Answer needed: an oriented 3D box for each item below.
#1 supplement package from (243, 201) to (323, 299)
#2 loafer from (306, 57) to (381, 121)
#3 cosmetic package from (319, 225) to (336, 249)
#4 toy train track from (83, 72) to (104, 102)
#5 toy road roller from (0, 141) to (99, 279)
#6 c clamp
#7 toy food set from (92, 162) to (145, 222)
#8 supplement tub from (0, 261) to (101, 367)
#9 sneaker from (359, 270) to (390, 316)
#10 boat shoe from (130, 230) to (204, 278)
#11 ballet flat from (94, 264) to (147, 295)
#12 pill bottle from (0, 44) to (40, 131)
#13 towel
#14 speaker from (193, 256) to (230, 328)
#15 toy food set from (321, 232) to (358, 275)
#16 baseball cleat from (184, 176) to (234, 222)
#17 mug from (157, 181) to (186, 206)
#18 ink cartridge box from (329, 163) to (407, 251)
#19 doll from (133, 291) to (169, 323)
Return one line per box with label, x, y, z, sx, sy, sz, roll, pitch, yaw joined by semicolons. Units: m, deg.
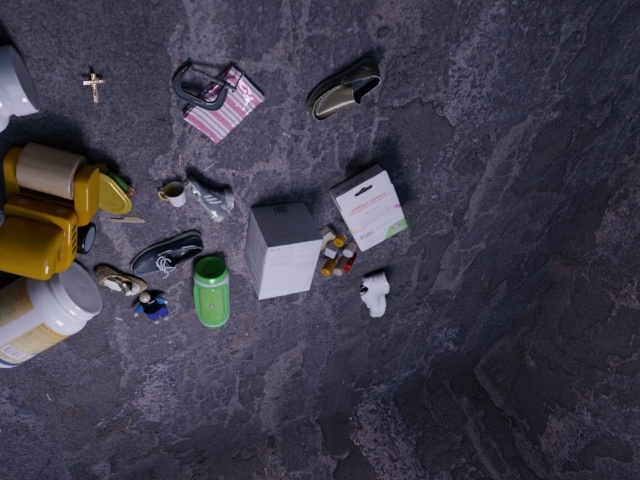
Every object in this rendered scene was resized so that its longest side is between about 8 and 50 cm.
supplement package;-0.138;0.035;1.820;0.199;0.198;0.263;-9;138;-24
loafer;0.069;-0.428;1.508;0.251;0.087;0.094;-36;141;10
cosmetic package;0.000;0.000;1.990;0.115;0.041;0.060;-38;141;13
toy train track;-0.549;-0.372;1.265;0.048;0.014;0.083;-15;146;-27
toy road roller;-0.699;-0.053;1.313;0.202;0.241;0.330;14;126;-8
c clamp;-0.294;-0.406;1.347;0.160;0.022;0.137;14;122;-24
toy food set;-0.586;-0.143;1.466;0.128;0.071;0.218;-3;141;19
supplement tub;-0.855;0.215;1.572;0.316;0.228;0.228;-29;142;2
sneaker;0.239;0.247;2.386;0.129;0.111;0.297;-5;135;-4
boat shoe;-0.504;0.060;1.726;0.254;0.079;0.095;-24;142;-5
ballet flat;-0.663;0.149;1.743;0.073;0.067;0.206;-41;141;13
pill bottle;-0.781;-0.293;1.075;0.333;0.188;0.188;-18;141;-12
towel;-0.262;-0.366;1.429;0.197;0.029;0.144;-39;141;14
speaker;-0.396;0.195;1.908;0.131;0.131;0.297;-12;139;-19
toy food set;0.084;0.047;2.009;0.104;0.111;0.232;-57;168;-41
baseball cleat;-0.337;-0.145;1.619;0.109;0.072;0.206;-40;145;-11
mug;-0.440;-0.138;1.572;0.062;0.078;0.064;-50;160;-25
ink cartridge box;0.169;-0.132;1.877;0.207;0.119;0.353;-29;143;2
doll;-0.609;0.243;1.880;0.129;0.046;0.189;-21;149;-11
